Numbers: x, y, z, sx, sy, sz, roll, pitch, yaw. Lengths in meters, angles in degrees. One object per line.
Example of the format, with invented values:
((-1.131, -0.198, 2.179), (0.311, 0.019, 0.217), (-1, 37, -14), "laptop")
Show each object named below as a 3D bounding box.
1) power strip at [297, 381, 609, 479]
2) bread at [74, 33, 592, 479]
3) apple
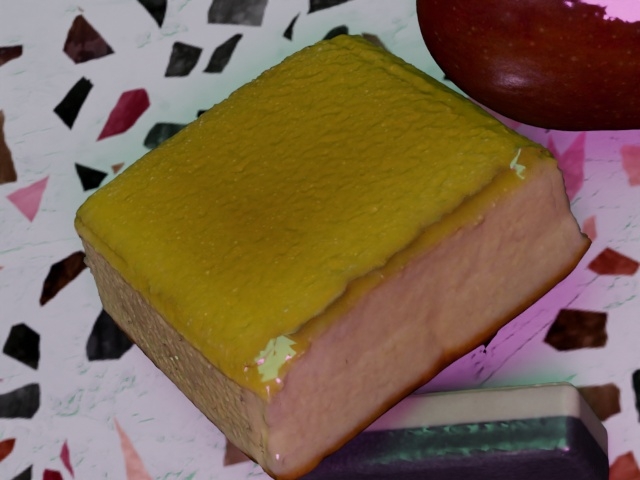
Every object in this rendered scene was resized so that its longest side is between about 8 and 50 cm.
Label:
((0.092, 0.164, 1.519), (0.257, 0.105, 0.070), (-7, 61, 20), "power strip")
((0.000, 0.000, 1.559), (0.324, 0.143, 0.333), (-34, 39, -14), "bread")
((0.224, -0.225, 1.559), (0.317, 0.288, 0.288), (14, 71, 17), "apple")
